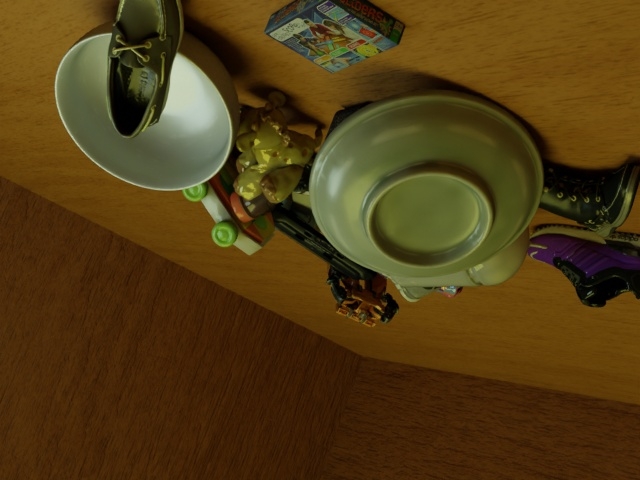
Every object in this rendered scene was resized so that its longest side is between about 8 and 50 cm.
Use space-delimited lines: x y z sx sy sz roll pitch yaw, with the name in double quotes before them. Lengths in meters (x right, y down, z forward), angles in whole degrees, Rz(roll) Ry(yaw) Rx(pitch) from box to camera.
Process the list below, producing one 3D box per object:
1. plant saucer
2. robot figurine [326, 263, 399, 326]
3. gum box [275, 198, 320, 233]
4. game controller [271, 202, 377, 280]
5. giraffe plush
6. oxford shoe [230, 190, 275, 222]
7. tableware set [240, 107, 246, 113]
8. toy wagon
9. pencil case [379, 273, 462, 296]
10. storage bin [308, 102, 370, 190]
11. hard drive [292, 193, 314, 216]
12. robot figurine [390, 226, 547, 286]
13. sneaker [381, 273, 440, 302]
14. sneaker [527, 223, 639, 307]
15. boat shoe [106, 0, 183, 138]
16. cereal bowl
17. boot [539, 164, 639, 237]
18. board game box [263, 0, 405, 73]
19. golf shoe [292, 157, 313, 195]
"plant saucer" 0.180 -0.061 1.628 0.401 0.100 0.400 0 131 0
"robot figurine" 0.103 0.114 2.549 0.211 0.291 0.085 25 123 -16
"gum box" -0.110 -0.069 2.582 0.184 0.041 0.157 9 161 36
"game controller" 0.000 0.000 2.403 0.319 0.067 0.166 34 171 -11
"giraffe plush" -0.102 -0.188 1.861 0.210 0.181 0.170 -11 144 27
"oxford shoe" -0.113 -0.111 2.188 0.098 0.097 0.271 -24 -168 19
"tableware set" -0.149 -0.247 2.006 0.104 0.024 0.154 11 165 44
"toy wagon" -0.229 -0.129 2.195 0.344 0.068 0.267 57 -162 -6
"pencil case" 0.259 0.074 2.491 0.236 0.104 0.104 15 165 18
"storage bin" 0.070 -0.144 1.752 0.122 0.180 0.084 28 163 -28
"hard drive" 0.106 -0.062 2.292 0.353 0.047 0.233 18 167 5
"robot figurine" 0.256 -0.008 1.905 0.354 0.199 0.300 -3 164 31
"sneaker" 0.217 0.053 2.370 0.132 0.086 0.229 -22 129 35
"sneaker" 0.530 0.058 1.942 0.293 0.146 0.102 6 160 44
"boat shoe" -0.293 -0.302 1.580 0.109 0.091 0.305 17 133 3
"cereal bowl" -0.301 -0.263 1.773 0.339 0.141 0.339 10 130 11
"boot" 0.439 -0.087 1.657 0.179 0.085 0.236 21 165 9
"board game box" 0.017 -0.319 1.464 0.136 0.035 0.201 27 165 -25
"golf shoe" -0.032 -0.136 2.100 0.273 0.105 0.120 20 172 4
